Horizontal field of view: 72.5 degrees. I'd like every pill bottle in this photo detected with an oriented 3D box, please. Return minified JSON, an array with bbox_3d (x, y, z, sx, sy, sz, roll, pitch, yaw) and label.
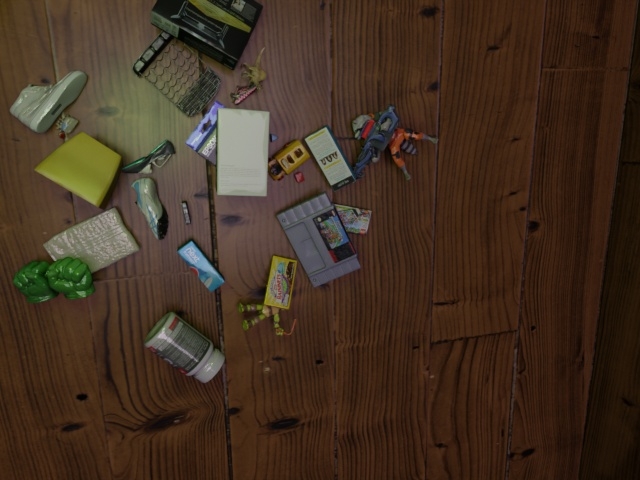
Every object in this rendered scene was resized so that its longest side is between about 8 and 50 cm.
[{"bbox_3d":[-0.527,0.425,1.711,0.161,0.161,0.283,-47,109,-2],"label":"pill bottle"}]

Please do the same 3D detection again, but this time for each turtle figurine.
[{"bbox_3d":[-0.226,0.275,1.800,0.217,0.087,0.270,-11,92,-28],"label":"turtle figurine"}]

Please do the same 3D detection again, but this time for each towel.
[{"bbox_3d":[-0.835,0.020,1.601,0.282,0.049,0.187,-27,109,-7],"label":"towel"}]

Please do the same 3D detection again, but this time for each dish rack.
[{"bbox_3d":[-0.502,-0.590,1.551,0.271,0.074,0.208,41,90,-21],"label":"dish rack"}]

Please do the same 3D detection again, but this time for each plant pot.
[{"bbox_3d":[-0.791,-0.243,1.483,0.212,0.212,0.187,34,79,-19],"label":"plant pot"}]

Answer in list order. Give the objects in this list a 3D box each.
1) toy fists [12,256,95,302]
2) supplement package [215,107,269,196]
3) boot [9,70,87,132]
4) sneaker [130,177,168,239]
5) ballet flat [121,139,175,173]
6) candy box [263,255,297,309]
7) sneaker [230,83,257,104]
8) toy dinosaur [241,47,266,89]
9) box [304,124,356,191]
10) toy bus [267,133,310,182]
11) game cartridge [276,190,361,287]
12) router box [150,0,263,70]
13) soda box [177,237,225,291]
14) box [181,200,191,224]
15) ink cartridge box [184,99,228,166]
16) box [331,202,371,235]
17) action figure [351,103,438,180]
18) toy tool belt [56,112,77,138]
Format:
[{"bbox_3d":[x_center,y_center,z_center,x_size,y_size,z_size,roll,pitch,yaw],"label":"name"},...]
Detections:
[{"bbox_3d":[-0.941,0.138,1.534,0.279,0.096,0.142,-6,109,9],"label":"toy fists"},{"bbox_3d":[-0.284,-0.316,1.565,0.177,0.175,0.293,1,103,-15],"label":"supplement package"},{"bbox_3d":[-0.910,-0.490,1.450,0.123,0.095,0.258,36,78,-4],"label":"boot"},{"bbox_3d":[-0.631,-0.115,1.618,0.086,0.085,0.237,-7,109,13],"label":"sneaker"},{"bbox_3d":[-0.617,-0.286,1.585,0.203,0.074,0.074,-36,108,-9],"label":"ballet flat"},{"bbox_3d":[-0.163,0.172,1.782,0.105,0.027,0.206,13,72,-13],"label":"candy box"},{"bbox_3d":[-0.286,-0.563,1.631,0.119,0.047,0.057,-39,97,-6],"label":"sneaker"},{"bbox_3d":[-0.247,-0.628,1.621,0.092,0.053,0.183,1,73,-10],"label":"toy dinosaur"},{"bbox_3d":[0.043,-0.327,1.741,0.100,0.060,0.244,-24,109,19],"label":"box"},{"bbox_3d":[-0.139,-0.303,1.691,0.190,0.104,0.202,4,100,-16],"label":"toy bus"},{"bbox_3d":[0.000,0.000,1.789,0.230,0.068,0.355,-23,108,12],"label":"game cartridge"},{"bbox_3d":[-0.385,-0.777,1.500,0.308,0.081,0.243,26,75,-19],"label":"router box"},{"bbox_3d":[-0.466,0.097,1.708,0.071,0.067,0.210,-37,108,-5],"label":"soda box"},{"bbox_3d":[-0.509,-0.105,1.653,0.018,0.067,0.083,-12,104,-13],"label":"box"},{"bbox_3d":[-0.367,-0.384,1.644,0.208,0.045,0.206,36,92,-18],"label":"ink cartridge box"},{"bbox_3d":[0.104,-0.091,1.839,0.206,0.036,0.114,8,100,-17],"label":"box"},{"bbox_3d":[0.256,-0.387,1.787,0.330,0.179,0.341,31,122,-13],"label":"action figure"},{"bbox_3d":[-0.883,-0.396,1.504,0.051,0.052,0.083,35,87,19],"label":"toy tool belt"}]
